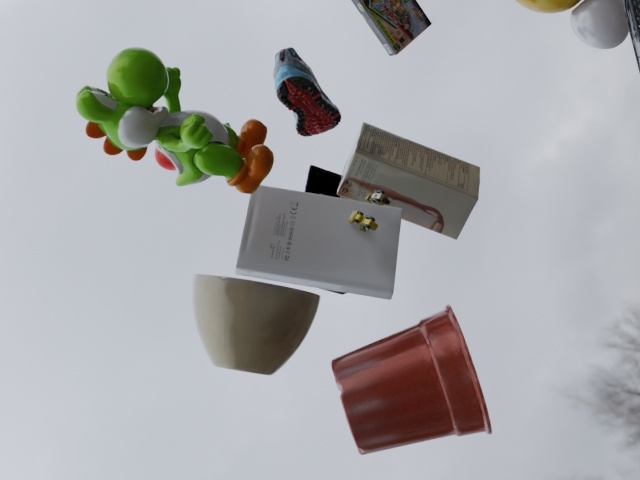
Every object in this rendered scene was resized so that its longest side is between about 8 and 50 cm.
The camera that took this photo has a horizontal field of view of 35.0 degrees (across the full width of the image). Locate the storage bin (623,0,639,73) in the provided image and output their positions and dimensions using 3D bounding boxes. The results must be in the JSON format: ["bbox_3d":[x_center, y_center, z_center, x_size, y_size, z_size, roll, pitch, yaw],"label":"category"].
[{"bbox_3d":[0.571,-0.379,1.730,0.122,0.084,0.180,50,-149,-62],"label":"storage bin"}]

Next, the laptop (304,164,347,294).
[{"bbox_3d":[0.021,-0.021,2.504,0.234,0.136,0.265,17,-102,-27],"label":"laptop"}]

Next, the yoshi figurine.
[{"bbox_3d":[-0.256,-0.233,1.850,0.362,0.203,0.203,19,-110,-23],"label":"yoshi figurine"}]

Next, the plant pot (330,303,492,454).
[{"bbox_3d":[0.173,0.295,2.035,0.272,0.265,0.273,-17,-90,-89],"label":"plant pot"}]

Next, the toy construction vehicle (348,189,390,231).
[{"bbox_3d":[0.099,-0.054,1.976,0.035,0.098,0.086,34,-101,-22],"label":"toy construction vehicle"}]

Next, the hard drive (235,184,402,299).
[{"bbox_3d":[0.000,0.000,2.008,0.040,0.307,0.203,102,178,-57],"label":"hard drive"}]

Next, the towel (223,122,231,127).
[{"bbox_3d":[-0.242,-0.183,2.099,0.113,0.152,0.023,61,-166,-55],"label":"towel"}]

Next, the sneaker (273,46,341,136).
[{"bbox_3d":[-0.029,-0.320,2.160,0.262,0.104,0.125,57,-163,-63],"label":"sneaker"}]

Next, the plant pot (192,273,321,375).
[{"bbox_3d":[-0.153,0.191,2.217,0.284,0.284,0.191,21,-103,-63],"label":"plant pot"}]

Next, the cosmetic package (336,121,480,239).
[{"bbox_3d":[0.201,-0.136,2.303,0.153,0.296,0.129,-72,4,-56],"label":"cosmetic package"}]

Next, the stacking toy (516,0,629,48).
[{"bbox_3d":[0.458,-0.586,2.070,0.480,0.350,0.350,50,-141,-2],"label":"stacking toy"}]

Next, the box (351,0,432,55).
[{"bbox_3d":[0.137,-0.514,2.181,0.114,0.036,0.207,-43,-72,-14],"label":"box"}]
